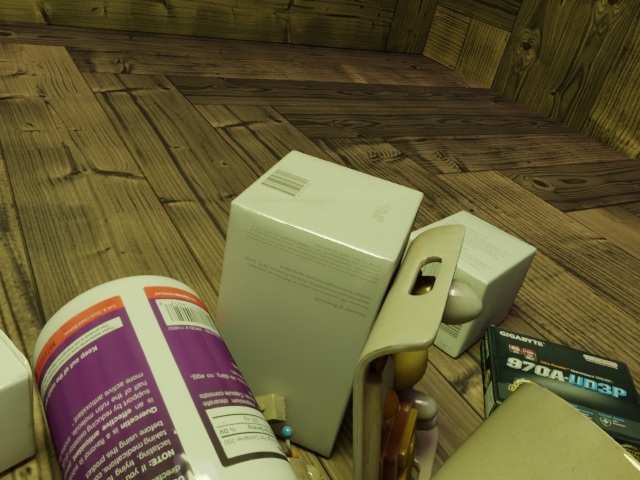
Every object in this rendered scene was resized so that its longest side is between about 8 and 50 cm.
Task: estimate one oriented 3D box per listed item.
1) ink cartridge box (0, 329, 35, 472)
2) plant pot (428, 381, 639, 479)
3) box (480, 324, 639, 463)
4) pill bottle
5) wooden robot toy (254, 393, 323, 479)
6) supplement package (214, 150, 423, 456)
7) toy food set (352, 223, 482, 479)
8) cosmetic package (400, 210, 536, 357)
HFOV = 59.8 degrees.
[{"bbox_3d":[-0.460,0.166,0.503,0.226,0.131,0.306,33,34,30],"label":"ink cartridge box"},{"bbox_3d":[0.124,0.288,0.401,0.274,0.256,0.256,-34,43,-4],"label":"plant pot"},{"bbox_3d":[0.348,0.221,0.810,0.220,0.051,0.175,16,31,5],"label":"box"},{"bbox_3d":[-0.138,0.196,0.512,0.181,0.181,0.323,-9,46,-33],"label":"pill bottle"},{"bbox_3d":[-0.033,0.257,0.602,0.079,0.076,0.173,36,26,-55],"label":"wooden robot toy"},{"bbox_3d":[-0.013,0.074,0.671,0.175,0.293,0.177,19,31,10],"label":"supplement package"},{"bbox_3d":[0.107,0.161,0.577,0.092,0.306,0.220,8,29,18],"label":"toy food set"},{"bbox_3d":[0.230,0.064,0.925,0.151,0.151,0.183,33,35,31],"label":"cosmetic package"}]
